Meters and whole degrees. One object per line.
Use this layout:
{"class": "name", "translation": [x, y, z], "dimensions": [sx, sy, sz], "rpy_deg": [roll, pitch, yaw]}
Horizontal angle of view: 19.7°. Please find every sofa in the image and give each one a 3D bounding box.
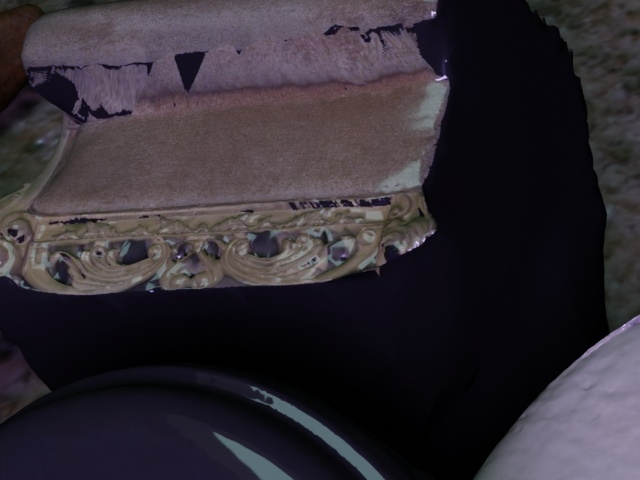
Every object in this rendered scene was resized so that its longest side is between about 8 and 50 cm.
{"class": "sofa", "translation": [0.000, 0.000, 0.764], "dimensions": [0.200, 0.258, 0.182], "rpy_deg": [-5, 53, 22]}

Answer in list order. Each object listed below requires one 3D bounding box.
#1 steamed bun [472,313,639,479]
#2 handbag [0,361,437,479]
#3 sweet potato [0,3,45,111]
{"class": "steamed bun", "translation": [0.143, 0.119, 0.642], "dimensions": [0.228, 0.131, 0.177], "rpy_deg": [-42, 32, -22]}
{"class": "handbag", "translation": [-0.030, 0.188, 0.562], "dimensions": [0.254, 0.093, 0.308], "rpy_deg": [-44, 65, 20]}
{"class": "sweet potato", "translation": [-0.283, -0.063, 1.114], "dimensions": [0.097, 0.097, 0.292], "rpy_deg": [14, 48, 38]}
